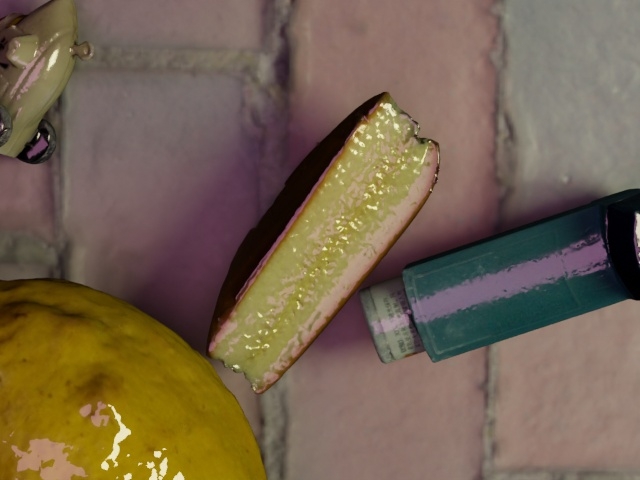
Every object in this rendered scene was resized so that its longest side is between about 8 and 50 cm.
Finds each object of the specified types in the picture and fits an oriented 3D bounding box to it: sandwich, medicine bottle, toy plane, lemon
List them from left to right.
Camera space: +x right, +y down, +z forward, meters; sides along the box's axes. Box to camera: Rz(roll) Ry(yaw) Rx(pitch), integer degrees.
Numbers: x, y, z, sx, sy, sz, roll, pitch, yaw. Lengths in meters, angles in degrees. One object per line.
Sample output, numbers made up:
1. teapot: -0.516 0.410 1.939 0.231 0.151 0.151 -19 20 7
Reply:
1. toy plane: -0.281 -0.075 1.382 0.108 0.092 0.286 38 98 18
2. lemon: -0.181 0.175 1.325 0.285 0.285 0.316 -10 82 3
3. sandwich: 0.000 0.000 1.382 0.090 0.088 0.244 36 94 -12
4. medicine bottle: 0.158 0.029 1.361 0.258 0.124 0.079 -18 100 7
